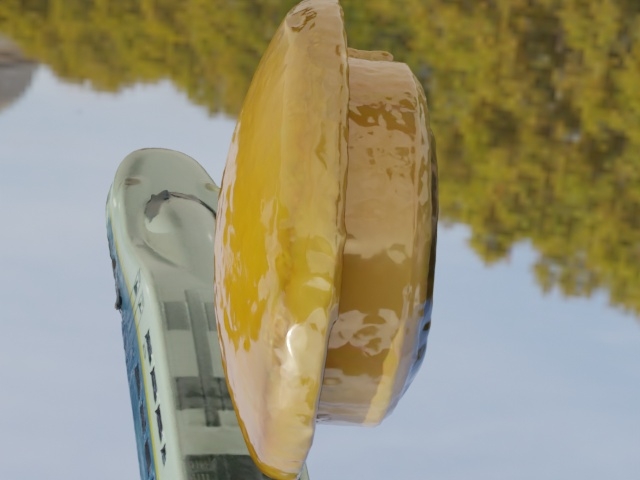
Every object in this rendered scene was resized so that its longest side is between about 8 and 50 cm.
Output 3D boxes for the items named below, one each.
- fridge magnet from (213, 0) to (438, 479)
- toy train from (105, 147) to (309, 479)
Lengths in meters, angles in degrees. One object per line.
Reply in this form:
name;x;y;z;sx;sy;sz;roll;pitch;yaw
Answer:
fridge magnet;0.000;0.000;0.545;0.063;0.143;0.143;4;-165;-5
toy train;-0.045;0.035;0.680;0.052;0.051;0.233;4;-136;-17
